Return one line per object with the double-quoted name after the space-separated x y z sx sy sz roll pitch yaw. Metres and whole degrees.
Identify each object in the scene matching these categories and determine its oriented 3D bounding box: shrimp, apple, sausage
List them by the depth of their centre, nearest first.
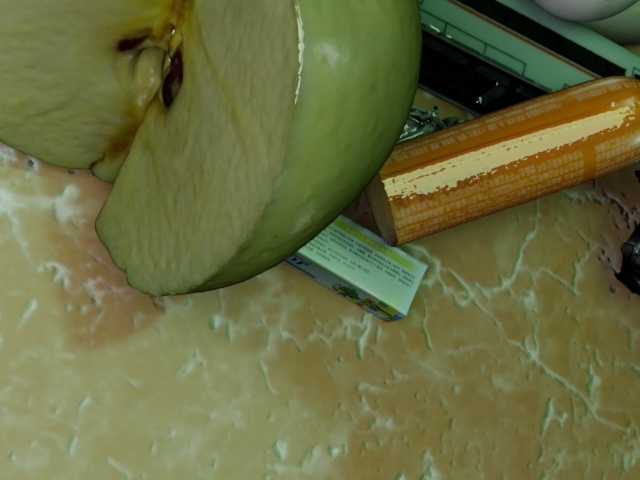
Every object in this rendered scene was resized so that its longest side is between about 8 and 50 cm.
-0.077 -0.130 0.862 0.295 0.258 0.233 37 50 11 "apple"
0.147 -0.063 0.989 0.234 0.071 0.071 -18 86 -9 "sausage"
0.058 -0.083 1.031 0.165 0.056 0.065 27 85 -27 "shrimp"

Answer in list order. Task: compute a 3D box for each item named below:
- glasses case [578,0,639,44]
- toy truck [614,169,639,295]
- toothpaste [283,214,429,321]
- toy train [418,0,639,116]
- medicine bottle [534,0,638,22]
0.273 -0.192 1.137 0.204 0.081 0.051 -7 79 -26 "glasses case"
0.345 -0.017 1.055 0.177 0.161 0.213 -21 130 -36 "toy truck"
0.000 0.000 0.998 0.164 0.034 0.046 31 69 -15 "toothpaste"
0.071 -0.177 1.039 0.407 0.086 0.088 24 69 -17 "toy train"
0.123 -0.304 1.027 0.130 0.130 0.341 -38 82 -26 "medicine bottle"
